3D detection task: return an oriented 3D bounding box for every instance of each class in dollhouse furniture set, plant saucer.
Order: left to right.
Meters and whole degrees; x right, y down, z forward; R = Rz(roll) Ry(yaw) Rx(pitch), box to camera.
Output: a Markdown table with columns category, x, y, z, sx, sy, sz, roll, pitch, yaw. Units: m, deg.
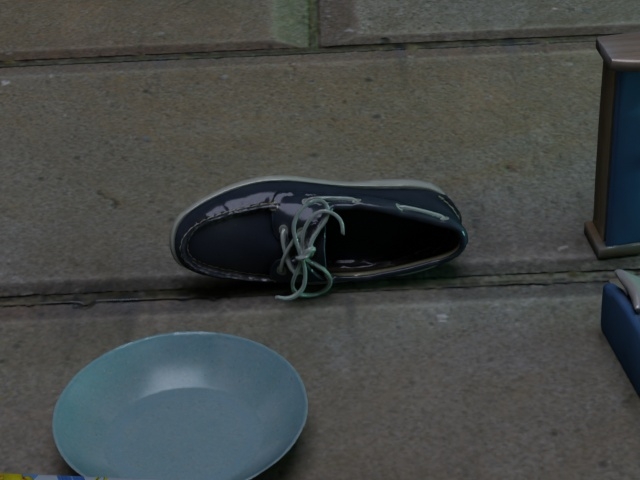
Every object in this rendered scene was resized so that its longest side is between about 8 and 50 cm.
| category | x | y | z | sx | sy | sz | roll | pitch | yaw |
| --- | --- | --- | --- | --- | --- | --- | --- | --- | --- |
| plant saucer | -0.106 | 0.142 | 1.220 | 0.195 | 0.037 | 0.195 | -2 | 34 | 1 |
| dollhouse furniture set | 0.371 | -0.019 | 1.281 | 0.286 | 0.198 | 0.303 | -7 | 35 | -6 |

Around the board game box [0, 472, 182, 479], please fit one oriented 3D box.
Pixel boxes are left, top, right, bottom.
| category | x | y | z | sx | sy | sz | roll | pitch | yaw |
| --- | --- | --- | --- | --- | --- | --- | --- | --- | --- |
| board game box | -0.244 | 0.276 | 0.990 | 0.302 | 0.086 | 0.308 | 1 | 35 | 5 |

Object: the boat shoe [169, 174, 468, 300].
| category | x | y | z | sx | sy | sz | roll | pitch | yaw |
| --- | --- | --- | --- | --- | --- | --- | --- | --- | --- |
| boat shoe | 0.000 | 0.000 | 1.377 | 0.255 | 0.095 | 0.079 | 0 | 22 | -12 |
